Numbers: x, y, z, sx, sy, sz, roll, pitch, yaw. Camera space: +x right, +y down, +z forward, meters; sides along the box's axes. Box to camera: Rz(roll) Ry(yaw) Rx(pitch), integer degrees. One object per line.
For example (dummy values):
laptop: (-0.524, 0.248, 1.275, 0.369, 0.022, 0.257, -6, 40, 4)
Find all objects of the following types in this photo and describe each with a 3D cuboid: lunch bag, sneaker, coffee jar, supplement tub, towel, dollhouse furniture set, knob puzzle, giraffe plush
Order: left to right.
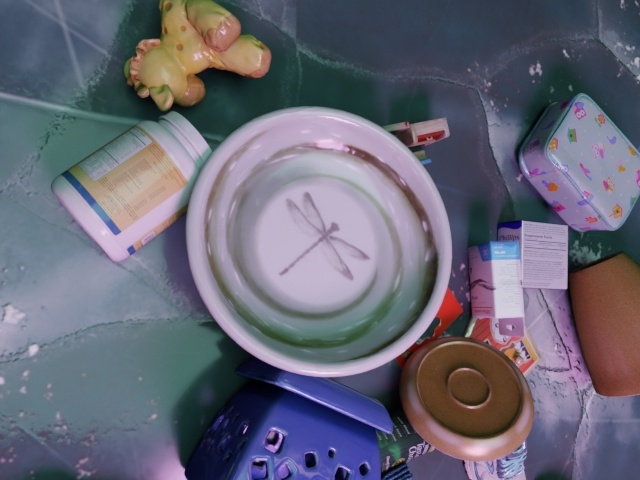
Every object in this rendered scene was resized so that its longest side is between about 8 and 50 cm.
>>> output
supplement tub: (-0.259, -0.081, 0.736, 0.199, 0.144, 0.144, -41, 102, -20)
giraffe plush: (-0.206, -0.277, 0.774, 0.210, 0.181, 0.171, 33, 97, -29)
towel: (0.121, 0.433, 0.890, 0.067, 0.120, 0.029, -17, 52, -21)
coffee jar: (0.139, 0.351, 0.904, 0.184, 0.079, 0.096, -16, 129, -23)
dollhouse furniture set: (0.166, -0.145, 0.926, 0.183, 0.129, 0.130, -16, 93, -23)
knob puzzle: (0.362, 0.233, 1.041, 0.213, 0.030, 0.213, 1, 87, -23)
sneaker: (0.336, 0.398, 0.964, 0.110, 0.122, 0.283, -31, 104, -20)
lunch bag: (0.579, -0.166, 1.113, 0.279, 0.108, 0.224, 41, 70, -16)

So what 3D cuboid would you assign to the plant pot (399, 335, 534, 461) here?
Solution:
plant pot: (0.259, 0.264, 0.898, 0.236, 0.032, 0.236, -1, 47, 1)

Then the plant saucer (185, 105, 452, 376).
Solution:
plant saucer: (0.000, 0.000, 0.769, 0.400, 0.100, 0.401, 4, 74, -16)

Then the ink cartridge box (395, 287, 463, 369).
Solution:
ink cartridge box: (0.168, 0.102, 0.955, 0.189, 0.066, 0.232, -40, 98, -19)

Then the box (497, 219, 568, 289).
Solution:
box: (0.442, 0.031, 1.063, 0.126, 0.072, 0.137, 4, 86, -22)

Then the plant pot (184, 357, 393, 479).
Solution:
plant pot: (-0.042, 0.307, 0.765, 0.235, 0.236, 0.212, 28, 70, -18)

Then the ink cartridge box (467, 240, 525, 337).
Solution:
ink cartridge box: (0.339, 0.096, 0.986, 0.060, 0.104, 0.180, 0, 82, -8)

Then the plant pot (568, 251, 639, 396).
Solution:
plant pot: (0.641, 0.162, 1.073, 0.237, 0.237, 0.255, -20, 81, -22)
